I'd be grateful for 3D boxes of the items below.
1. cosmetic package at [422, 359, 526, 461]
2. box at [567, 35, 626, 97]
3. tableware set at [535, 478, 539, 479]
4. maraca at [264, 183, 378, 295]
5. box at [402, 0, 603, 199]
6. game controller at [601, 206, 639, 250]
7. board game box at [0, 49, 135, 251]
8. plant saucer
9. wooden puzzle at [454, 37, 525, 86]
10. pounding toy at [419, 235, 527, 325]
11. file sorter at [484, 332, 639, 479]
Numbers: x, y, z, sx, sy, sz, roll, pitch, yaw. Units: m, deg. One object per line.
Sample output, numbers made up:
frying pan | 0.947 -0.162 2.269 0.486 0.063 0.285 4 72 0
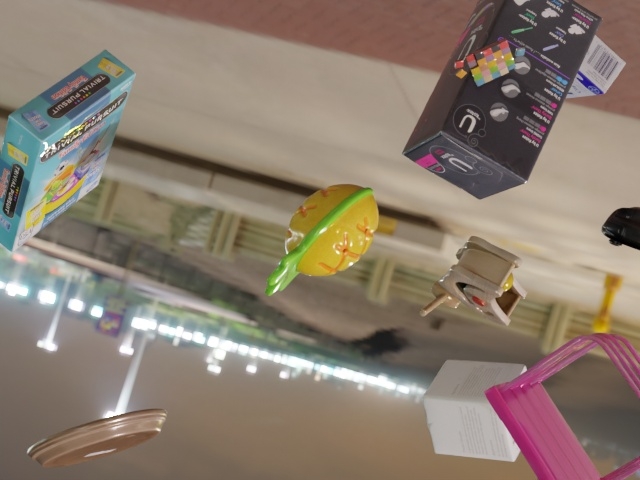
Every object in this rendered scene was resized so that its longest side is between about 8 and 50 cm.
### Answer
cosmetic package | 0.336 0.356 2.311 0.184 0.151 0.151 1 -153 30
box | 0.423 -0.308 1.865 0.126 0.072 0.137 37 172 -17
tableware set | 0.483 0.490 2.052 0.194 0.128 0.039 6 -147 -18
maraca | 0.000 0.000 1.363 0.099 0.186 0.127 43 161 14
box | 0.252 -0.215 1.538 0.143 0.270 0.165 29 167 -10
game controller | 0.589 0.022 1.653 0.319 0.067 0.166 23 -170 24
board game box | -0.483 -0.160 2.014 0.079 0.254 0.336 38 139 5
plant saucer | -0.432 0.392 2.149 0.278 0.041 0.278 -18 166 -5
wooden puzzle | 0.195 -0.203 1.252 0.083 0.006 0.049 -24 140 9
pounding toy | 0.288 0.110 2.015 0.154 0.154 0.269 33 168 4
file sorter | 0.397 0.250 1.581 0.202 0.182 0.291 58 -163 16
